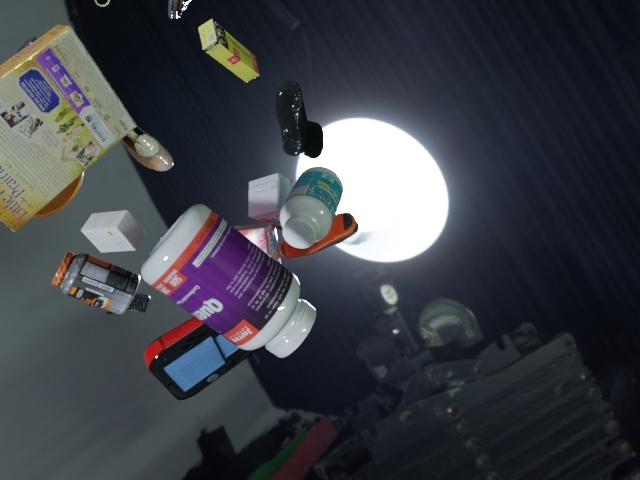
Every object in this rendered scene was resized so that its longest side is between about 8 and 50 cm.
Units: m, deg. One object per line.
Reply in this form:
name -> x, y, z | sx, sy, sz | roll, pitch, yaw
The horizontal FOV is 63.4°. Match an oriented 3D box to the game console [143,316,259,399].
game console -> -0.301, 0.304, 1.477 | 0.342, 0.060, 0.386 | -29, 153, -16

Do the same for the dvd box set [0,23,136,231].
dvd box set -> -0.683, -0.266, 1.246 | 0.062, 0.307, 0.420 | 24, -116, 32

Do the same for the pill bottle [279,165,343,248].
pill bottle -> -0.027, -0.090, 1.463 | 0.146, 0.146, 0.264 | -28, -156, 31

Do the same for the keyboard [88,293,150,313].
keyboard -> -0.672, 0.213, 1.728 | 0.108, 0.180, 0.023 | -59, -149, 33

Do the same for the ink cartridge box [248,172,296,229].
ink cartridge box -> -0.138, -0.126, 1.720 | 0.128, 0.127, 0.176 | -13, 159, 32

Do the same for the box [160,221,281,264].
box -> -0.276, 0.040, 1.461 | 0.300, 0.153, 0.142 | -6, -171, 9

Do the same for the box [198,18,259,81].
box -> -0.285, -0.592, 1.634 | 0.058, 0.087, 0.232 | -21, 161, 21

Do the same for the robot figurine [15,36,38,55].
robot figurine -> -0.765, -0.466, 1.544 | 0.174, 0.278, 0.209 | 12, -113, 52

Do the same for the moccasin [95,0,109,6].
moccasin -> -0.734, -0.854, 1.666 | 0.147, 0.380, 0.139 | 26, 101, -47

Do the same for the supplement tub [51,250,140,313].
supplement tub -> -0.578, 0.107, 1.338 | 0.117, 0.191, 0.117 | -48, -153, 34

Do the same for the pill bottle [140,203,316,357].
pill bottle -> -0.169, 0.089, 1.009 | 0.181, 0.323, 0.181 | -45, -164, 17

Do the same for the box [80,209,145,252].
box -> -0.765, -0.032, 1.919 | 0.171, 0.130, 0.091 | -3, -133, 21

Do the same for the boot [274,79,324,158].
boot -> -0.064, -0.398, 1.738 | 0.094, 0.246, 0.207 | -3, -173, 21

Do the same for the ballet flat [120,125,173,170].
ballet flat -> -0.690, -0.375, 1.941 | 0.107, 0.316, 0.106 | -53, 173, -19

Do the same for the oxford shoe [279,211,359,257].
oxford shoe -> 0.000, 0.000, 1.681 | 0.272, 0.096, 0.098 | -20, 155, 13

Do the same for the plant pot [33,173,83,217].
plant pot -> -0.900, -0.231, 1.554 | 0.204, 0.290, 0.291 | 16, -156, 19

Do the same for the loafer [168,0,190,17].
loafer -> -0.447, -0.798, 1.678 | 0.084, 0.096, 0.267 | 5, 170, -16
